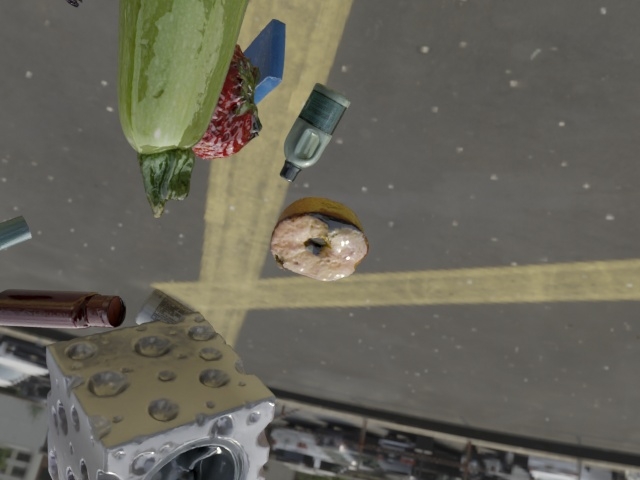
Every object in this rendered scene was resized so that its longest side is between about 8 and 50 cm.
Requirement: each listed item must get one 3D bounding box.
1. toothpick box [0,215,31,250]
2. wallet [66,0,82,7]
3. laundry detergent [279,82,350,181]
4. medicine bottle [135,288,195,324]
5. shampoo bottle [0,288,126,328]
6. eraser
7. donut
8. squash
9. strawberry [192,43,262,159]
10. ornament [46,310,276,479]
[{"bbox_3d":[-0.628,-0.012,1.539,0.083,0.052,0.052,-25,173,-25],"label":"toothpick box"},{"bbox_3d":[-0.497,-0.500,1.378,0.166,0.030,0.111,53,-177,2],"label":"wallet"},{"bbox_3d":[-0.024,-0.234,1.718,0.099,0.226,0.070,33,-173,26],"label":"laundry detergent"},{"bbox_3d":[-0.282,0.162,1.499,0.140,0.079,0.079,32,157,0],"label":"medicine bottle"},{"bbox_3d":[-0.492,0.130,1.452,0.260,0.064,0.102,1,-165,21],"label":"shampoo bottle"},{"bbox_3d":[-0.160,-0.380,1.794,0.042,0.144,0.312,10,163,-25],"label":"eraser"},{"bbox_3d":[-0.003,-0.001,1.965,0.253,0.118,0.253,5,132,5],"label":"donut"},{"bbox_3d":[-0.149,-0.171,0.722,0.137,0.287,0.137,18,-165,-5],"label":"squash"},{"bbox_3d":[-0.264,-0.286,1.560,0.276,0.257,0.257,-8,155,9],"label":"strawberry"},{"bbox_3d":[-0.234,0.279,1.091,0.239,0.240,0.239,-11,-148,-34],"label":"ornament"}]
